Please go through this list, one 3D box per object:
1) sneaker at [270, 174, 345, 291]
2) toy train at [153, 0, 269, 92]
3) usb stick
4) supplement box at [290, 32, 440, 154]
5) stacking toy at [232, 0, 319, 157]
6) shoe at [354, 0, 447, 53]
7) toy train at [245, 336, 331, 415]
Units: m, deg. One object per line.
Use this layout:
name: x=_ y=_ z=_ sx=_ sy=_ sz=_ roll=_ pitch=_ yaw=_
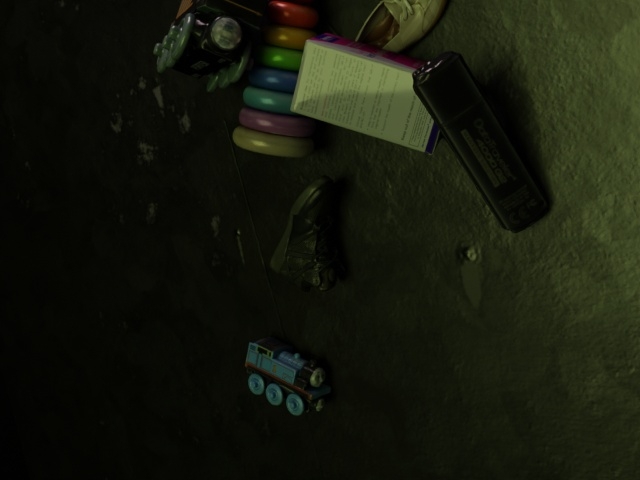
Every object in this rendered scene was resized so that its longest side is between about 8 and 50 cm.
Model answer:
sneaker: x=0.000 y=0.000 z=1.324 sx=0.130 sy=0.087 sz=0.227 roll=39 pitch=126 yaw=23
toy train: x=-0.180 y=-0.361 z=1.275 sx=0.334 sy=0.142 sz=0.190 roll=16 pitch=87 yaw=69
usb stick: x=0.223 y=-0.132 z=1.054 sx=0.077 sy=0.045 sz=0.278 roll=-34 pitch=109 yaw=8
supplement box: x=0.082 y=-0.221 z=1.130 sx=0.220 sy=0.111 sz=0.113 roll=17 pitch=114 yaw=9
stacking toy: x=-0.055 y=-0.311 z=1.270 sx=0.141 sy=0.141 sz=0.330 roll=19 pitch=106 yaw=34
shoe: x=0.110 y=-0.323 z=1.163 sx=0.219 sy=0.058 sz=0.076 roll=-44 pitch=74 yaw=38
toy train: x=-0.064 y=0.257 z=1.449 sx=0.184 sy=0.080 sz=0.105 roll=20 pitch=108 yaw=34
